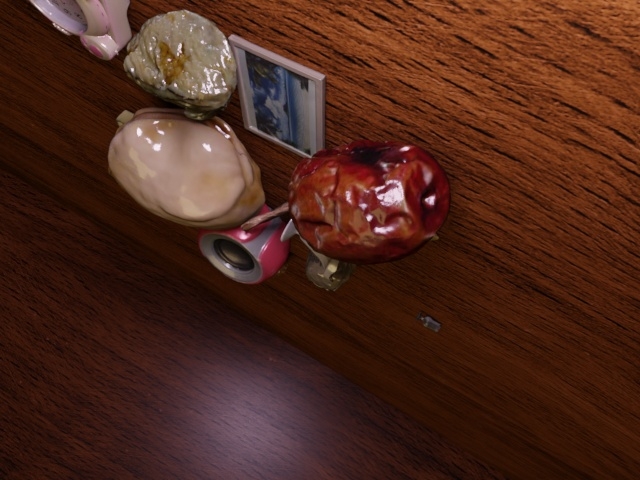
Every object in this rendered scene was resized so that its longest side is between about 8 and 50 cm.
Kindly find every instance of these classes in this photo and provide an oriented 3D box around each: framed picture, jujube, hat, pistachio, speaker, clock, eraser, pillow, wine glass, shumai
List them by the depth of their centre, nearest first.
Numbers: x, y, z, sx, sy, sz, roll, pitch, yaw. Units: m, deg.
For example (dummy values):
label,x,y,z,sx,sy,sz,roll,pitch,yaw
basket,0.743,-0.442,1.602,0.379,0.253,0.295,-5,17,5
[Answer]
label,x,y,z,sx,sy,sz,roll,pitch,yaw
jujube,0.090,-0.085,1.272,0.276,0.276,0.377,44,155,-27
shumai,-0.274,-0.375,1.311,0.256,0.189,0.218,26,180,14
clock,-0.580,-0.576,1.330,0.310,0.114,0.284,31,161,6
framed picture,-0.091,-0.308,1.351,0.232,0.024,0.315,28,158,14
pistachio,-0.359,-0.190,1.638,0.446,0.281,0.365,24,130,-11
pillow,-0.123,-0.080,1.674,0.034,0.211,0.135,65,155,-4
wine glass,0.000,0.000,1.728,0.197,0.165,0.165,36,159,6
eraser,-0.553,-0.336,1.890,0.172,0.058,0.117,26,158,18
hat,-0.015,0.048,1.894,0.214,0.149,0.245,7,158,48
speaker,-0.247,-0.005,1.900,0.294,0.294,0.294,28,159,12
wine glass,0.358,0.274,1.982,0.083,0.042,0.039,32,-172,-3

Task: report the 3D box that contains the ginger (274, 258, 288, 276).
label,x,y,z,sx,sy,sz,roll,pitch,yaw
ginger,-0.243,0.055,2.229,0.276,0.130,0.221,29,168,24

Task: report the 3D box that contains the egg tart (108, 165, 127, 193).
label,x,y,z,sx,sy,sz,roll,pitch,yaw
egg tart,-0.646,-0.220,2.205,0.290,0.115,0.290,28,157,14

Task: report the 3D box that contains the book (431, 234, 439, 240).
label,x,y,z,sx,sy,sz,roll,pitch,yaw
book,0.188,-0.058,1.527,0.192,0.013,0.168,41,157,-22
